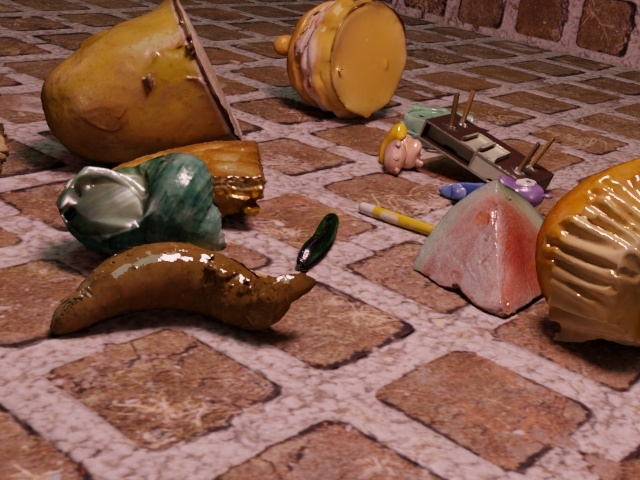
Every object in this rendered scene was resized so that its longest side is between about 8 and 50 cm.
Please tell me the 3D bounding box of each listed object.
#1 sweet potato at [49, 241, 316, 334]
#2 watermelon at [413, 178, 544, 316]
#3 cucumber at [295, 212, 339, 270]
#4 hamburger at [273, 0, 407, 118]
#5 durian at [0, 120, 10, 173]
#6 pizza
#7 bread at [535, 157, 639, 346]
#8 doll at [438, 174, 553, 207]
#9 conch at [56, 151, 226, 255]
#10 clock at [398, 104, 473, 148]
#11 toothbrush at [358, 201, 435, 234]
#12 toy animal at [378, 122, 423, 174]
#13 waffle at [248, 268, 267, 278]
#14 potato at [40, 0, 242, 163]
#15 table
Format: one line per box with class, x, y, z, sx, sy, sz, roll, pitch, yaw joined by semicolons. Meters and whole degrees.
sweet potato;-0.162;0.055;1.152;0.310;0.098;0.124;0;30;-10
watermelon;0.254;0.045;1.383;0.207;0.136;0.202;31;59;-12
cucumber;0.000;0.000;1.422;0.036;0.033;0.184;28;25;2
hamburger;0.035;-0.417;2.179;0.237;0.276;0.276;15;21;43
durian;-0.566;-0.128;1.430;0.196;0.166;0.196;-13;5;1
pizza;-0.220;-0.103;1.539;0.258;0.087;0.268;1;21;-5
bread;0.461;0.005;1.285;0.389;0.236;0.183;-9;28;-34
doll;0.307;-0.084;1.694;0.206;0.067;0.110;4;10;21
conch;-0.226;-0.039;1.308;0.202;0.134;0.196;11;52;20
clock;0.241;-0.241;2.066;0.148;0.060;0.188;15;24;17
toothbrush;0.180;-0.014;1.527;0.288;0.021;0.024;20;15;30
toy animal;0.163;-0.174;1.846;0.082;0.091;0.114;18;18;-11
waffle;-0.118;0.056;1.253;0.153;0.023;0.097;20;26;29
potato;-0.327;-0.258;1.715;0.296;0.289;0.397;-23;4;-2
table;0.326;-0.188;1.812;0.240;0.111;0.122;37;32;23
